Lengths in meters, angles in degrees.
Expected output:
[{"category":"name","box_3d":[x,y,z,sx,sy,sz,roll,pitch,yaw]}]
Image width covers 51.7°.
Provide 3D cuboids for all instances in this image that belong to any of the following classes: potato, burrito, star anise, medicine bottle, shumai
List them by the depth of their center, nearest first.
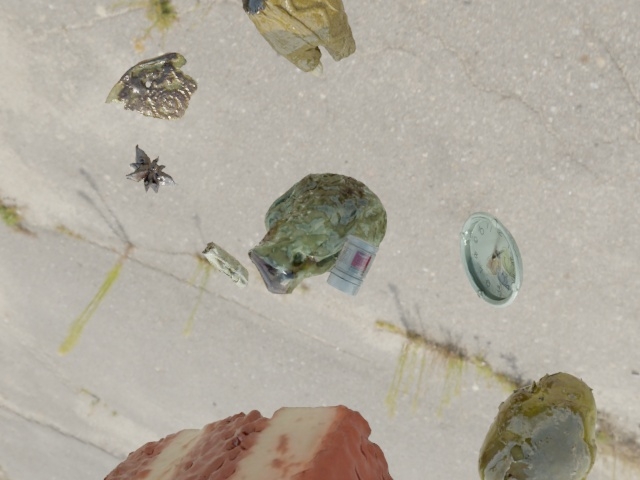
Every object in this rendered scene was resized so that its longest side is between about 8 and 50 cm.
[{"category":"medicine bottle","box_3d":[0.054,0.041,1.108,0.058,0.091,0.058,25,-177,-1]},{"category":"potato","box_3d":[0.412,0.386,1.243,0.191,0.297,0.141,25,-173,20]},{"category":"shumai","box_3d":[0.000,0.000,1.325,0.271,0.204,0.222,-30,110,19]},{"category":"burrito","box_3d":[-0.199,0.055,1.437,0.041,0.045,0.185,22,166,31]},{"category":"star anise","box_3d":[-0.401,-0.161,1.594,0.129,0.124,0.056,31,133,-29]}]

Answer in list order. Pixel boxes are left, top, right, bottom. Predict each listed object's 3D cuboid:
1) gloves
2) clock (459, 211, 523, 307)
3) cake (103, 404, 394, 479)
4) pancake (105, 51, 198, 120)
[{"category":"gloves","box_3d":[-0.029,-0.482,1.418,0.155,0.203,0.356,5,176,28]},{"category":"clock","box_3d":[0.417,0.043,1.586,0.053,0.237,0.237,-12,147,-20]},{"category":"cake","box_3d":[-0.081,0.343,0.646,0.319,0.270,0.270,-21,100,24]},{"category":"pancake","box_3d":[-0.501,-0.478,2.004,0.257,0.056,0.213,7,115,-29]}]
